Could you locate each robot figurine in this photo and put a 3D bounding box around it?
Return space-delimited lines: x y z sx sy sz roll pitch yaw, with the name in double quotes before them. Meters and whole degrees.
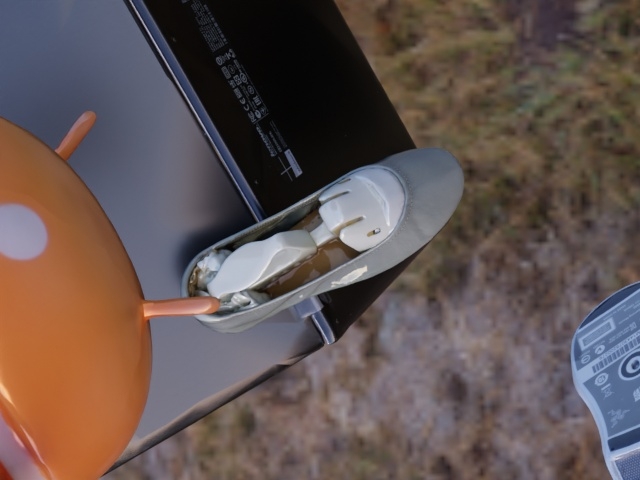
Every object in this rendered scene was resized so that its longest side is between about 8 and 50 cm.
"robot figurine" -0.142 0.042 0.485 0.128 0.219 0.158 62 171 -11

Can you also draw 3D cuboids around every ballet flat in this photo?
"ballet flat" 0.000 0.000 1.177 0.072 0.213 0.068 64 -169 18

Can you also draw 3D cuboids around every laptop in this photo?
"laptop" -0.145 -0.070 1.343 0.236 0.408 0.382 -24 100 32

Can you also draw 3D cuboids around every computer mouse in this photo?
"computer mouse" 0.165 0.087 0.796 0.106 0.042 0.193 -37 27 20
